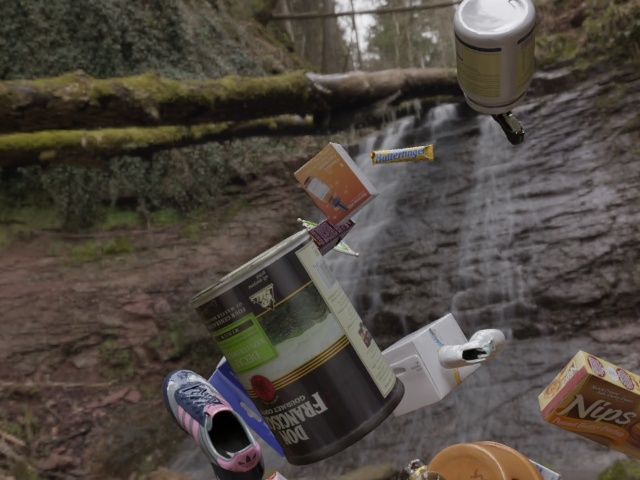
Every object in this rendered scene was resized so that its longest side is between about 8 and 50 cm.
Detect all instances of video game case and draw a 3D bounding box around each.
[{"bbox_3d":[0.653,0.768,2.070,0.019,0.157,0.143,30,-9,-30],"label":"video game case"}]

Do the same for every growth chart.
[{"bbox_3d":[0.032,-0.007,2.489,0.172,0.021,0.237,13,20,-37],"label":"growth chart"}]

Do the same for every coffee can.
[{"bbox_3d":[-0.034,0.150,0.977,0.201,0.275,0.201,-32,3,2],"label":"coffee can"}]

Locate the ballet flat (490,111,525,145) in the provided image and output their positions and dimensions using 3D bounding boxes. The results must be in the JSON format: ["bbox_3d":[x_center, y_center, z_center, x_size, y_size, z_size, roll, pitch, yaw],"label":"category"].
[{"bbox_3d":[0.632,-0.417,2.277,0.074,0.203,0.074,-20,-24,-10],"label":"ballet flat"}]

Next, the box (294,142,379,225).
[{"bbox_3d":[0.042,-0.141,1.701,0.130,0.170,0.091,-40,-8,16],"label":"box"}]

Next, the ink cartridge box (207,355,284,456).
[{"bbox_3d":[-0.141,0.402,1.926,0.072,0.303,0.307,-39,11,31],"label":"ink cartridge box"}]

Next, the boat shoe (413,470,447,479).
[{"bbox_3d":[0.263,0.574,1.266,0.104,0.285,0.089,-21,-24,-21],"label":"boat shoe"}]

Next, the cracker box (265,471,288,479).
[{"bbox_3d":[-0.179,0.899,2.216,0.156,0.067,0.232,-43,16,12],"label":"cracker box"}]

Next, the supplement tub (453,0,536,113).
[{"bbox_3d":[0.535,-0.572,2.060,0.235,0.235,0.325,-9,-35,9],"label":"supplement tub"}]

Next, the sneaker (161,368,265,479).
[{"bbox_3d":[-0.206,0.334,1.285,0.112,0.319,0.131,-25,-42,-31],"label":"sneaker"}]

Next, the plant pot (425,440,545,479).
[{"bbox_3d":[0.362,0.594,1.551,0.291,0.291,0.203,-14,-36,28],"label":"plant pot"}]

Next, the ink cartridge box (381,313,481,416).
[{"bbox_3d":[0.275,0.330,1.783,0.171,0.168,0.233,-35,-10,39],"label":"ink cartridge box"}]

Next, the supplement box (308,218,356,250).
[{"bbox_3d":[0.000,0.000,2.135,0.239,0.073,0.130,-36,-12,-49],"label":"supplement box"}]

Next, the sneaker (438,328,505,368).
[{"bbox_3d":[0.401,0.275,1.678,0.212,0.080,0.094,-15,-3,-31],"label":"sneaker"}]

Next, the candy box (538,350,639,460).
[{"bbox_3d":[0.723,0.411,1.638,0.316,0.087,0.183,24,-59,-7],"label":"candy box"}]

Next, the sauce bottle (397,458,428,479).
[{"bbox_3d":[0.353,0.746,1.820,0.111,0.111,0.344,5,25,-41],"label":"sauce bottle"}]

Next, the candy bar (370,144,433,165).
[{"bbox_3d":[0.203,-0.212,1.679,0.161,0.040,0.018,-6,-2,-3],"label":"candy bar"}]
